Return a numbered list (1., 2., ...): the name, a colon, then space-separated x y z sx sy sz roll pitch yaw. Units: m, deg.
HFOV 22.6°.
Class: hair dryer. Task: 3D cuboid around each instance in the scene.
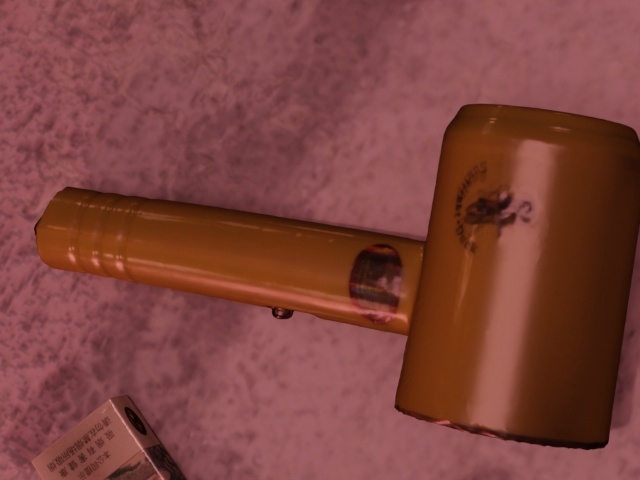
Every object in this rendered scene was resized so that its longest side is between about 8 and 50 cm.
1. hair dryer: 0.000 0.000 0.713 0.278 0.090 0.135 9 92 23

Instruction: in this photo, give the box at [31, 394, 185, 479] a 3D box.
1. box: -0.092 0.123 0.763 0.054 0.024 0.083 -39 79 11
